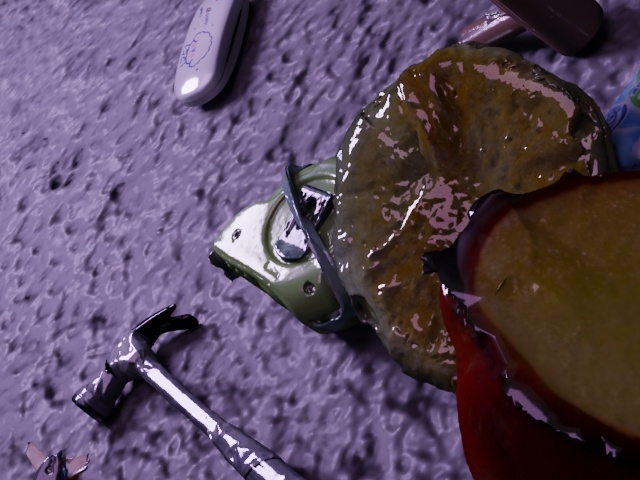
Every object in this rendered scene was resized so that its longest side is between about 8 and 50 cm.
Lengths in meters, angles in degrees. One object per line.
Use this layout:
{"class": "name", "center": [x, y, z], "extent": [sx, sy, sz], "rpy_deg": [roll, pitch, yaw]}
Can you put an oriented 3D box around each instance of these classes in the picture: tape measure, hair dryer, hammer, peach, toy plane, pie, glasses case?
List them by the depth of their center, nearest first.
{"class": "peach", "center": [0.253, 0.096, 0.894], "extent": [0.362, 0.201, 0.258], "rpy_deg": [-4, 49, 2]}
{"class": "pie", "center": [0.128, -0.026, 1.155], "extent": [0.306, 0.071, 0.306], "rpy_deg": [-3, 85, 35]}
{"class": "hammer", "center": [-0.107, 0.189, 1.307], "extent": [0.152, 0.044, 0.427], "rpy_deg": [-50, 38, -6]}
{"class": "tape measure", "center": [0.000, 0.000, 1.320], "extent": [0.175, 0.106, 0.200], "rpy_deg": [-52, 38, -2]}
{"class": "hair dryer", "center": [0.186, -0.222, 1.365], "extent": [0.182, 0.117, 0.064], "rpy_deg": [-22, 40, 59]}
{"class": "toy plane", "center": [-0.293, 0.299, 1.365], "extent": [0.135, 0.062, 0.188], "rpy_deg": [10, 63, 19]}
{"class": "glasses case", "center": [-0.139, -0.252, 1.740], "extent": [0.076, 0.049, 0.197], "rpy_deg": [-16, 46, 34]}

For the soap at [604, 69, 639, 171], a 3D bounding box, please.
{"class": "soap", "center": [0.333, -0.138, 1.116], "extent": [0.293, 0.077, 0.156], "rpy_deg": [-53, 15, -10]}
